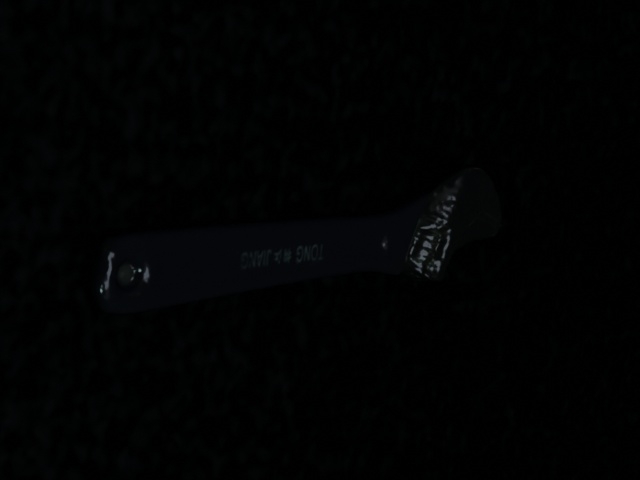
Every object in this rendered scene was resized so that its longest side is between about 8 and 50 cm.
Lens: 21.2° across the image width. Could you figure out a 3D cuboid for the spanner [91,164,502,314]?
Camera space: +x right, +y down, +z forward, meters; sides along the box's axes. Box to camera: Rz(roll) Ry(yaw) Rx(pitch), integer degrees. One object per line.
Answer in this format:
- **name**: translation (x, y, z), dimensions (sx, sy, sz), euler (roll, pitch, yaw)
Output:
- **spanner**: translation (0.000, 0.000, 0.610), dimensions (0.208, 0.012, 0.046), euler (-7, 106, -46)
